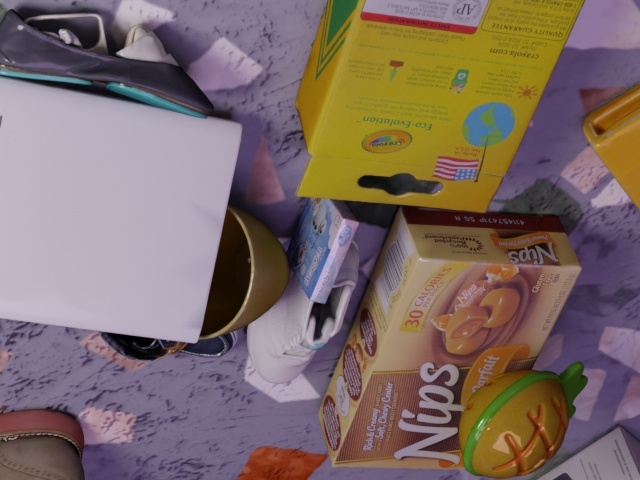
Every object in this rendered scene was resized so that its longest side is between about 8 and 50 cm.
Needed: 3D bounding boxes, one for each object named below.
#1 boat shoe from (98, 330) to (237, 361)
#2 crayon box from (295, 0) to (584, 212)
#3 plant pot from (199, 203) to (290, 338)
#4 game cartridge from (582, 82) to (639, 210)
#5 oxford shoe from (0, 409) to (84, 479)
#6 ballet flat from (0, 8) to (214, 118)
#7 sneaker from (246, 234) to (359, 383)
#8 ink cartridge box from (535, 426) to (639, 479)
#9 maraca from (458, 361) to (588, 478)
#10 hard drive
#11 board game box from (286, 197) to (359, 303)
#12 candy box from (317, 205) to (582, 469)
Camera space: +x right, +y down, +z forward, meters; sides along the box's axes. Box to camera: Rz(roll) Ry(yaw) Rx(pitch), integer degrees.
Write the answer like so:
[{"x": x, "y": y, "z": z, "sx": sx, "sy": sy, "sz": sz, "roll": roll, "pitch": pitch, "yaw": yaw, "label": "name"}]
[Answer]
[{"x": -0.156, "y": 0.094, "z": 1.595, "sx": 0.183, "sy": 0.083, "sz": 0.065, "roll": 28, "pitch": 121, "yaw": -34, "label": "boat shoe"}, {"x": 0.102, "y": -0.171, "z": 1.410, "sx": 0.202, "sy": 0.081, "sz": 0.318, "roll": 6, "pitch": 130, "yaw": -19, "label": "crayon box"}, {"x": -0.084, "y": 0.028, "z": 1.534, "sx": 0.095, "sy": 0.134, "sz": 0.134, "roll": 3, "pitch": 137, "yaw": -51, "label": "plant pot"}, {"x": 0.457, "y": -0.091, "z": 1.605, "sx": 0.285, "sy": 0.053, "sz": 0.323, "roll": -31, "pitch": 135, "yaw": 15, "label": "game cartridge"}, {"x": -0.419, "y": 0.278, "z": 1.670, "sx": 0.348, "sy": 0.130, "sz": 0.123, "roll": -16, "pitch": 134, "yaw": 1, "label": "oxford shoe"}, {"x": -0.183, "y": -0.157, "z": 1.364, "sx": 0.203, "sy": 0.074, "sz": 0.074, "roll": 11, "pitch": 129, "yaw": -17, "label": "ballet flat"}, {"x": -0.016, "y": 0.087, "z": 1.616, "sx": 0.080, "sy": 0.094, "sz": 0.212, "roll": 7, "pitch": 131, "yaw": -22, "label": "sneaker"}, {"x": 0.330, "y": 0.358, "z": 1.956, "sx": 0.237, "sy": 0.100, "sz": 0.172, "roll": -37, "pitch": 130, "yaw": 20, "label": "ink cartridge box"}, {"x": 0.214, "y": 0.186, "z": 1.652, "sx": 0.185, "sy": 0.099, "sz": 0.127, "roll": -16, "pitch": 136, "yaw": -43, "label": "maraca"}, {"x": -0.242, "y": -0.032, "z": 1.409, "sx": 0.318, "sy": 0.040, "sz": 0.210, "roll": 9, "pitch": 97, "yaw": -24, "label": "hard drive"}, {"x": 0.000, "y": 0.000, "z": 1.526, "sx": 0.020, "sy": 0.090, "sz": 0.090, "roll": 13, "pitch": 112, "yaw": -25, "label": "board game box"}, {"x": 0.130, "y": 0.111, "z": 1.680, "sx": 0.183, "sy": 0.087, "sz": 0.316, "roll": 4, "pitch": 131, "yaw": -19, "label": "candy box"}]
